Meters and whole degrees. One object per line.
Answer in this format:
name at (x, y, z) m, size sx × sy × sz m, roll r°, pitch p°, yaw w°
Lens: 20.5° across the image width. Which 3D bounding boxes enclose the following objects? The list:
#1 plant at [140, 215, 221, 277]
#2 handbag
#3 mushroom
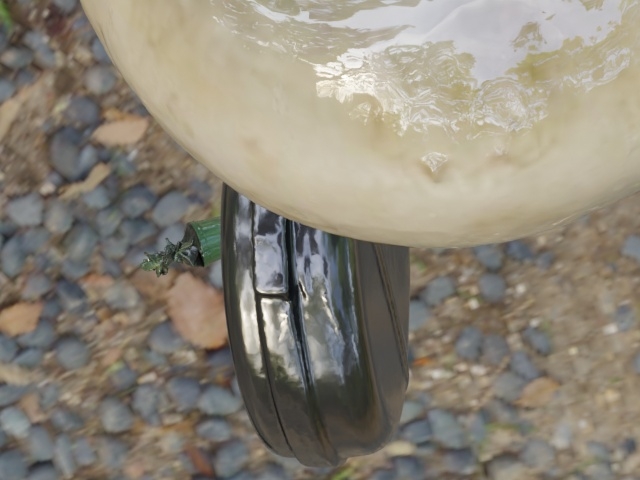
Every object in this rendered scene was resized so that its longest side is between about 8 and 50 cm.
plant at (-0.136, 0.008, 1.799) m, size 0.102 × 0.051 × 0.051 m, roll -20°, pitch 86°, yaw -16°
handbag at (0.001, 0.000, 1.185) m, size 0.093 × 0.254 × 0.308 m, roll -5°, pitch 47°, yaw 9°
mushroom at (0.028, -0.107, 0.402) m, size 0.204 × 0.204 × 0.204 m, roll 5°, pitch 76°, yaw -20°
